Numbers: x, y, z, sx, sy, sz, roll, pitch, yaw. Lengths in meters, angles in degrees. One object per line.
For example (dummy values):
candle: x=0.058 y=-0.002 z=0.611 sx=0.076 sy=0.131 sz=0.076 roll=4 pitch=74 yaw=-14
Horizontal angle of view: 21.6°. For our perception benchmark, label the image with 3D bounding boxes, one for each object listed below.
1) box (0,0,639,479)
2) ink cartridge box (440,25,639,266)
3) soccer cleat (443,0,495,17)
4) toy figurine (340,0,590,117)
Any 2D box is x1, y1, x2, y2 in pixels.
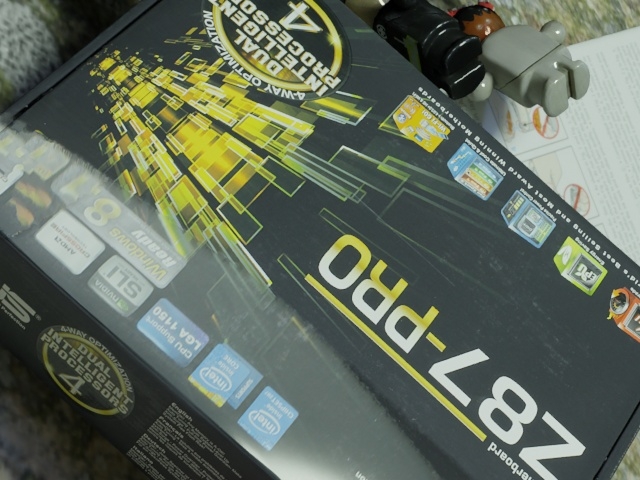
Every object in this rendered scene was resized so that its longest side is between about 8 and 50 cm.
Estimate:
box: x=0.002 y=0.028 z=0.989 sx=0.395 sy=0.097 sz=0.318 roll=43 pitch=49 yaw=0
ink cartridge box: x=0.254 y=-0.019 z=1.477 sx=0.385 sy=0.091 sz=0.308 roll=-19 pitch=85 yaw=-36
soccer cleat: x=0.123 y=-0.183 z=1.426 sx=0.083 sy=0.029 sz=0.035 roll=-24 pitch=98 yaw=-50
toy figurine: x=0.132 y=-0.212 z=1.290 sx=0.209 sy=0.213 sz=0.148 roll=5 pitch=25 yaw=-46
